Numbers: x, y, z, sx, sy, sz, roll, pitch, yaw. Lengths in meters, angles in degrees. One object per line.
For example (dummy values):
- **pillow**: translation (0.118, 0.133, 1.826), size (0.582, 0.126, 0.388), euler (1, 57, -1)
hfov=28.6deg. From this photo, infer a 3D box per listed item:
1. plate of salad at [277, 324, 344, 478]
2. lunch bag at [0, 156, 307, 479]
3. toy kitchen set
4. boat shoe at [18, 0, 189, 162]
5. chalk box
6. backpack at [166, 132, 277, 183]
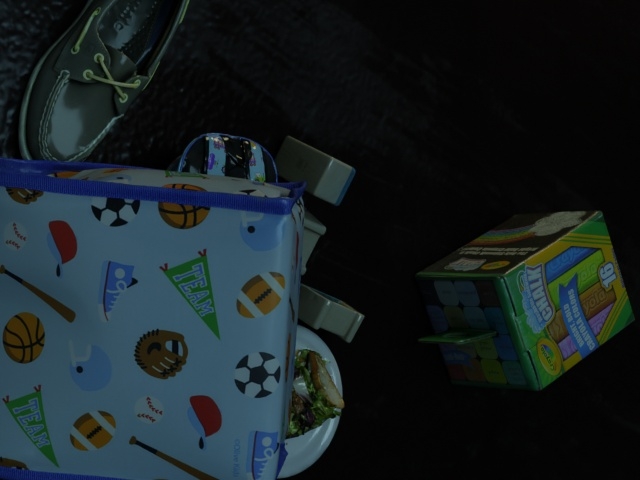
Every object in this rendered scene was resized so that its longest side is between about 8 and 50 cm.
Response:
- **plate of salad**: translation (-0.045, 0.204, 1.603), size (0.200, 0.048, 0.199), euler (0, 90, -37)
- **lunch bag**: translation (-0.218, 0.082, 1.313), size (0.385, 0.239, 0.327), euler (3, 96, 3)
- **toy kitchen set**: translation (0.000, 0.000, 1.621), size (0.166, 0.122, 0.207), euler (24, 95, -35)
- **boat shoe**: translation (-0.242, -0.208, 1.432), size (0.109, 0.091, 0.305), euler (37, 68, -31)
- **chalk box**: translation (0.267, 0.096, 1.761), size (0.289, 0.180, 0.179), euler (-29, 106, -33)
- **backpack**: translation (-0.130, -0.037, 1.498), size (0.158, 0.117, 0.173), euler (6, 86, -37)
